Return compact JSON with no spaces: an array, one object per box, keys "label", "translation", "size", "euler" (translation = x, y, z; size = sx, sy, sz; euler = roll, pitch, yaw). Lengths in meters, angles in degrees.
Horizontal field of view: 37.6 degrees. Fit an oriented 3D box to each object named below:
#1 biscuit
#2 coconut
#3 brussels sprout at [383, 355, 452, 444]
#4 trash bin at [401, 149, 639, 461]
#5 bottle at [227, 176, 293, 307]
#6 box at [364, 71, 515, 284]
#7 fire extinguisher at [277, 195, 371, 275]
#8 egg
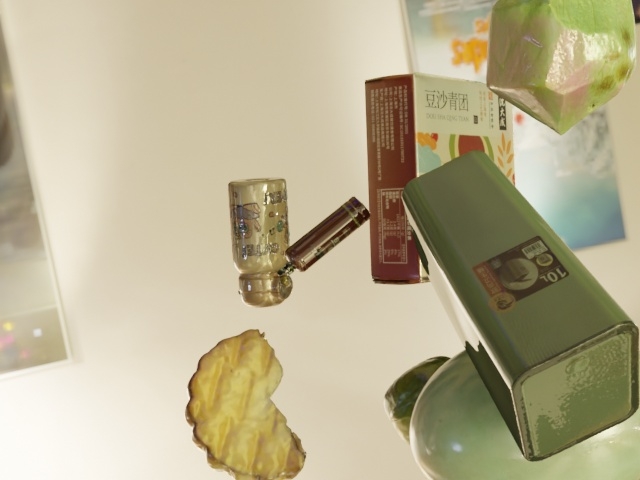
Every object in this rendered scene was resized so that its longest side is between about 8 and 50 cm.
[{"label":"biscuit","translation":[-0.089,0.188,1.030],"size":[0.118,0.183,0.061],"euler":[-10,149,-10]},{"label":"coconut","translation":[0.338,-0.265,1.324],"size":[0.204,0.236,0.236],"euler":[3,-169,29]},{"label":"brussels sprout","translation":[0.178,0.277,1.594],"size":[0.145,0.131,0.183],"euler":[-47,170,-50]},{"label":"trash bin","translation":[0.238,0.073,1.198],"size":[0.158,0.223,0.343],"euler":[-27,-131,-3]},{"label":"bottle","translation":[-0.091,0.005,1.525],"size":[0.110,0.209,0.097],"euler":[2,-171,39]},{"label":"box","translation":[0.245,-0.118,1.848],"size":[0.122,0.386,0.344],"euler":[0,-177,42]},{"label":"fire extinguisher","translation":[0.000,0.000,1.346],"size":[0.158,0.043,0.064],"euler":[-38,178,-5]},{"label":"egg","translation":[0.324,0.266,1.384],"size":[0.388,0.276,0.276],"euler":[-15,-176,3]}]
